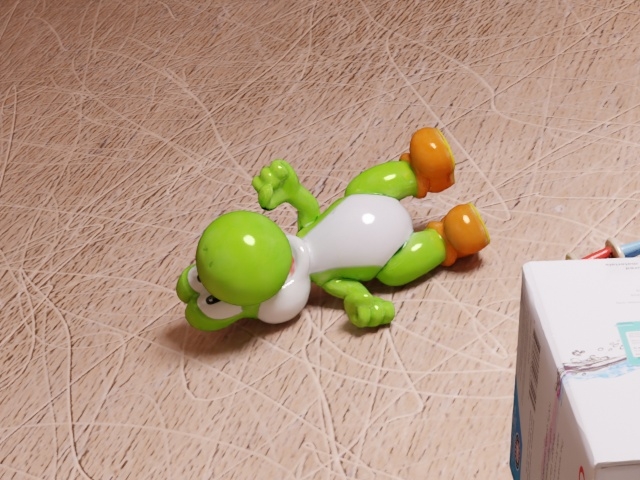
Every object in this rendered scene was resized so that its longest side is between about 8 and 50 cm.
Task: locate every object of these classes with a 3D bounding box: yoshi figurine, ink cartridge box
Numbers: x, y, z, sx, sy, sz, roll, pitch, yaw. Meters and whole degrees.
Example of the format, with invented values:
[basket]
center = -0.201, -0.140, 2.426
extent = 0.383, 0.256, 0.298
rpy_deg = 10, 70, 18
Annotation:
[yoshi figurine]
center = 0.003, 0.001, 2.167
extent = 0.362, 0.203, 0.203
rpy_deg = -23, 32, -5
[ink cartridge box]
center = 0.259, 0.162, 1.359
extent = 0.197, 0.198, 0.270
rpy_deg = -2, 29, -4

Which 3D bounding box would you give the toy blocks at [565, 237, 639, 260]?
[toy blocks]
center = 0.313, 0.044, 2.044
extent = 0.148, 0.054, 0.123
rpy_deg = -20, 25, -7
